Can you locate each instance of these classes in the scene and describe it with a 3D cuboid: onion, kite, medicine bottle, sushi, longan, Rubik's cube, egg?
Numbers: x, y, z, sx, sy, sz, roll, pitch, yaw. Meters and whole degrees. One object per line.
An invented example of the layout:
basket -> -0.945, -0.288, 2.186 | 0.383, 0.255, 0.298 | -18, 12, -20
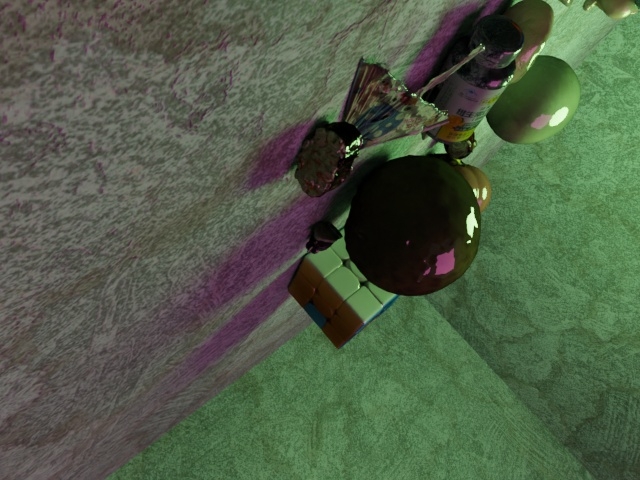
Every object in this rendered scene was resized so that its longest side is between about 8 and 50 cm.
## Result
onion -> 0.455, -0.326, 1.744 | 0.119, 0.118, 0.117 | -36, 155, -30
kite -> 0.154, -0.257, 1.036 | 0.368, 0.014, 0.406 | -33, 160, 27
medicine bottle -> 0.326, -0.345, 1.171 | 0.141, 0.141, 0.293 | -37, 167, -24
sushi -> 0.011, -0.148, 0.980 | 0.078, 0.090, 0.150 | -36, 166, -43
longan -> 0.245, -0.040, 1.464 | 0.391, 0.391, 0.391 | -40, 168, -10
Rubik's cube -> 0.104, 0.146, 1.837 | 0.290, 0.291, 0.291 | -36, 168, -28
egg -> 0.650, -0.430, 1.646 | 0.352, 0.258, 0.258 | -32, 164, -43

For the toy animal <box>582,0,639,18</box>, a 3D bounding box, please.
toy animal -> 0.861, -0.731, 1.463 | 0.210, 0.229, 0.221 | -14, 121, -3

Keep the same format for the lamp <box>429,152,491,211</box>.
lamp -> 0.436, -0.185, 1.860 | 0.305, 0.239, 0.305 | -1, -174, 0

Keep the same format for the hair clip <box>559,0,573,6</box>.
hair clip -> 0.507, -0.575, 1.054 | 0.172, 0.113, 0.282 | -48, 172, 31

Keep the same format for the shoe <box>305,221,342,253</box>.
shoe -> 0.000, 0.000, 1.533 | 0.099, 0.071, 0.169 | -43, 172, 15

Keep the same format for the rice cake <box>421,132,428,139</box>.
rice cake -> 0.348, -0.350, 1.424 | 0.256, 0.057, 0.052 | -36, -167, -24

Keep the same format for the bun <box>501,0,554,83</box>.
bun -> 0.432, -0.442, 1.194 | 0.188, 0.111, 0.164 | 111, -5, -60
